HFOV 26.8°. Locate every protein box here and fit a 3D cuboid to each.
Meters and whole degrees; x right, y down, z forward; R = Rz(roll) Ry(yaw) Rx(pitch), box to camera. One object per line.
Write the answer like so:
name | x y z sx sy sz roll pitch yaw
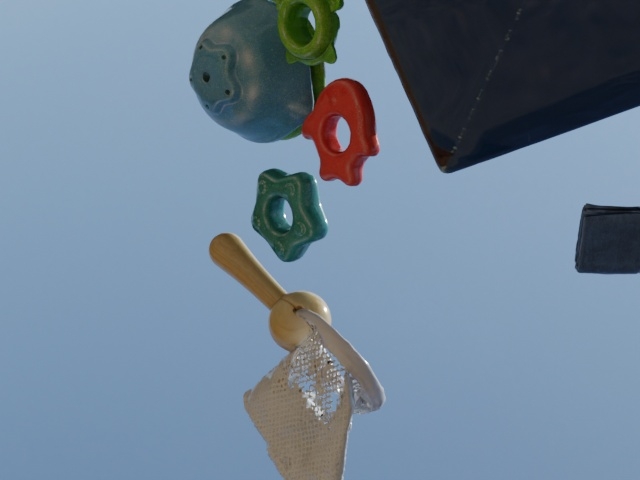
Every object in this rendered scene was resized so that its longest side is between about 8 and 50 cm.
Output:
protein box | 0.119 -0.154 0.548 0.200 0.136 0.201 -19 -157 15

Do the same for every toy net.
toy net | 0.000 0.000 0.598 0.045 0.232 0.122 -13 -178 -43

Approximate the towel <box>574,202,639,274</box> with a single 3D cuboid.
towel | 0.291 0.000 1.221 0.120 0.067 0.029 0 -151 -6
